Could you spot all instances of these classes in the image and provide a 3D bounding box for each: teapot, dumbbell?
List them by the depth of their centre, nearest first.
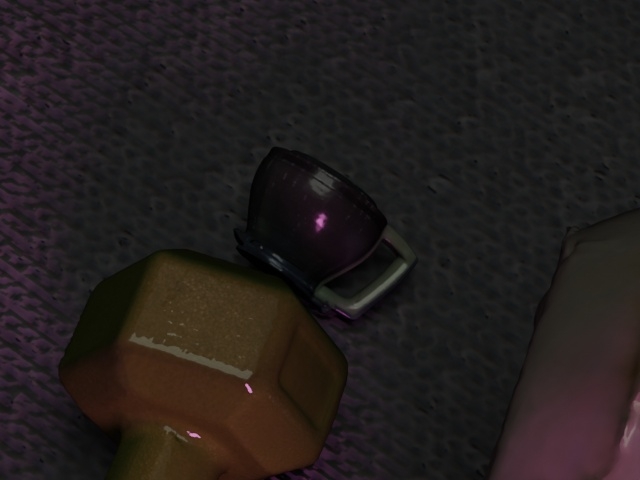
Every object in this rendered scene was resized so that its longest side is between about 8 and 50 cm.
[{"bbox_3d":[-0.085,0.148,0.795,0.108,0.121,0.302,1,55,31],"label":"dumbbell"},{"bbox_3d":[0.000,0.000,0.913,0.088,0.066,0.057,35,84,-8],"label":"teapot"}]

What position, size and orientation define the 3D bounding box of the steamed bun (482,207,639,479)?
[{"bbox_3d":[0.193,0.138,0.705,0.309,0.309,0.309,1,61,-2],"label":"steamed bun"}]
